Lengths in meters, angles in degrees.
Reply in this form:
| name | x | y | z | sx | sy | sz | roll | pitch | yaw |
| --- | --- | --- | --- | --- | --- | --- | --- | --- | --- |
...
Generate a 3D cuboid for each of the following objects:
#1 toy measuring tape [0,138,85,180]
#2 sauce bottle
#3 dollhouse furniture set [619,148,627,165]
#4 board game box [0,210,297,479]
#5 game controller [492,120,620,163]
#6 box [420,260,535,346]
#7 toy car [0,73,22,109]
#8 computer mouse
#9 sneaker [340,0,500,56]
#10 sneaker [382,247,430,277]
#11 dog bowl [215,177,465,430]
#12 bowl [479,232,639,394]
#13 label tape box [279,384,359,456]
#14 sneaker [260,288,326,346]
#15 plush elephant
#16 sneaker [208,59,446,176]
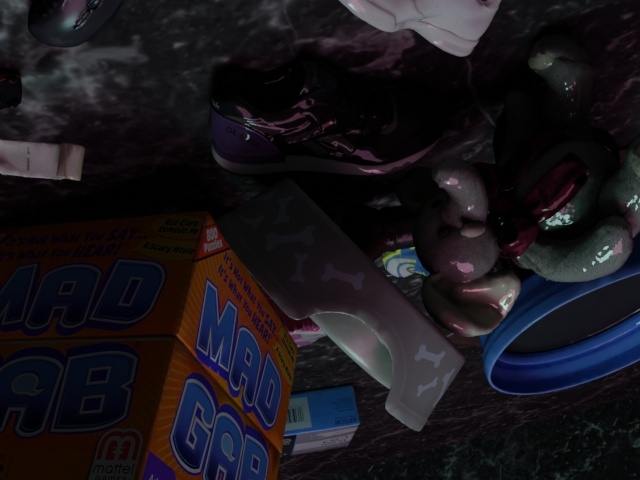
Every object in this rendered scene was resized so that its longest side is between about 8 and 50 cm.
| name | x | y | z | sx | sy | sz | roll | pitch | yaw |
| --- | --- | --- | --- | --- | --- | --- | --- | --- | --- |
| toy measuring tape | -0.402 | -0.097 | 0.766 | 0.330 | 0.121 | 0.121 | 8 | 153 | 5 |
| sauce bottle | 0.000 | 0.000 | 1.170 | 0.344 | 0.111 | 0.111 | -10 | 153 | 0 |
| dollhouse furniture set | 0.488 | -0.056 | 1.266 | 0.123 | 0.144 | 0.151 | -8 | 168 | 3 |
| board game box | -0.274 | 0.217 | 1.066 | 0.356 | 0.356 | 0.356 | -4 | 144 | 18 |
| game controller | 0.344 | -0.076 | 1.167 | 0.166 | 0.067 | 0.319 | 20 | 163 | 25 |
| box | 0.307 | 0.078 | 1.390 | 0.203 | 0.169 | 0.167 | 12 | 144 | -39 |
| toy car | -0.341 | -0.180 | 0.798 | 0.040 | 0.060 | 0.122 | 25 | 142 | 24 |
| computer mouse | -0.178 | -0.242 | 0.719 | 0.242 | 0.041 | 0.071 | -30 | 147 | 30 |
| sneaker | 0.098 | -0.254 | 0.790 | 0.212 | 0.080 | 0.094 | 4 | 138 | -41 |
| sneaker | 0.165 | 0.029 | 1.284 | 0.091 | 0.126 | 0.240 | -4 | 152 | -15 |
| dog bowl | 0.032 | 0.065 | 0.964 | 0.102 | 0.349 | 0.349 | -45 | 148 | 1 |
| bowl | 0.436 | 0.121 | 1.277 | 0.391 | 0.077 | 0.391 | -14 | 147 | -9 |
| label tape box | -0.046 | 0.501 | 2.124 | 0.249 | 0.115 | 0.348 | -7 | 151 | -10 |
| sneaker | -0.070 | 0.147 | 1.443 | 0.252 | 0.103 | 0.111 | 13 | 143 | -38 |
| plush elephant | 0.217 | -0.041 | 0.944 | 0.255 | 0.272 | 0.330 | -14 | 142 | -10 |
| sneaker | 0.015 | -0.146 | 0.919 | 0.283 | 0.107 | 0.124 | -7 | 147 | -9 |
